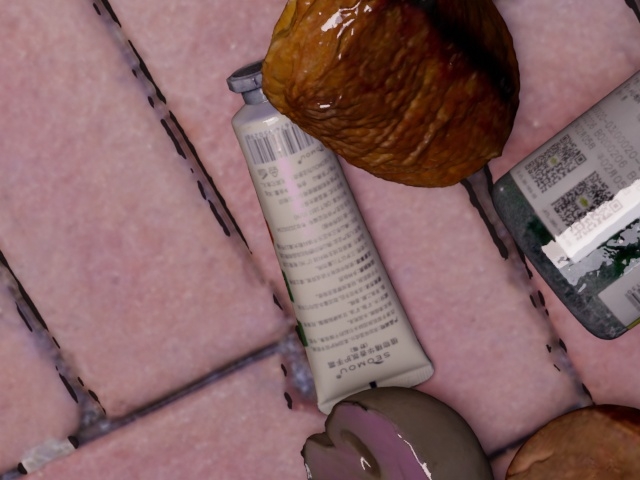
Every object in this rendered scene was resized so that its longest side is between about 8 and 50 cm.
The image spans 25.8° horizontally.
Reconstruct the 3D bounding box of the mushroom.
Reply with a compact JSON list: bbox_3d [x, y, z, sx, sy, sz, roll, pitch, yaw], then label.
[{"bbox_3d":[0.071,0.197,1.051,0.117,0.141,0.188,-10,108,-32],"label":"mushroom"}]

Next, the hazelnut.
[{"bbox_3d":[0.211,0.198,1.042,0.143,0.143,0.154,39,83,-10],"label":"hazelnut"}]

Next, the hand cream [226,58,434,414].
[{"bbox_3d":[0.000,0.000,1.025,0.095,0.059,0.276,-20,109,1],"label":"hand cream"}]

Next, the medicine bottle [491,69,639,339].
[{"bbox_3d":[0.269,-0.068,0.952,0.293,0.141,0.141,-39,103,11],"label":"medicine bottle"}]

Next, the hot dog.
[{"bbox_3d":[0.052,-0.119,0.929,0.160,0.099,0.227,-46,139,1],"label":"hot dog"}]
